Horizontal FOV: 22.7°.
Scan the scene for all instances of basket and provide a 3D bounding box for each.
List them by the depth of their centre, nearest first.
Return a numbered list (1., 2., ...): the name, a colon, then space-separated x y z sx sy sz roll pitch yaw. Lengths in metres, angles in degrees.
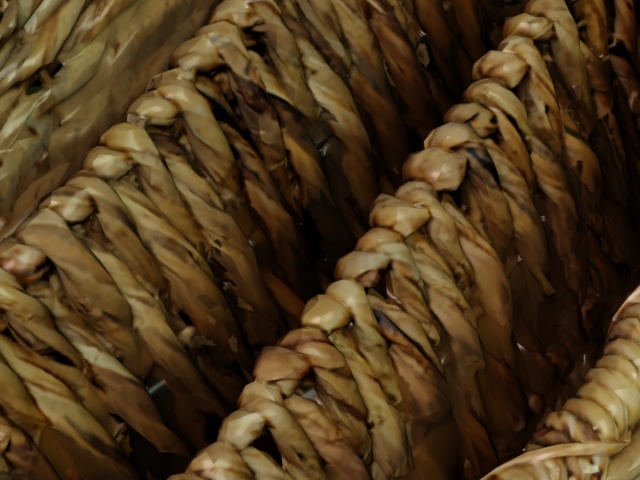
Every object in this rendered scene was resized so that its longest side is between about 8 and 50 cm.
1. basket: 0.000 0.000 0.466 0.299 0.213 0.223 -51 135 -28

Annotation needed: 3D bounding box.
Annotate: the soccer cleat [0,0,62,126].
1. soccer cleat: -0.142 -0.072 0.517 0.179 0.060 0.072 21 62 -38
